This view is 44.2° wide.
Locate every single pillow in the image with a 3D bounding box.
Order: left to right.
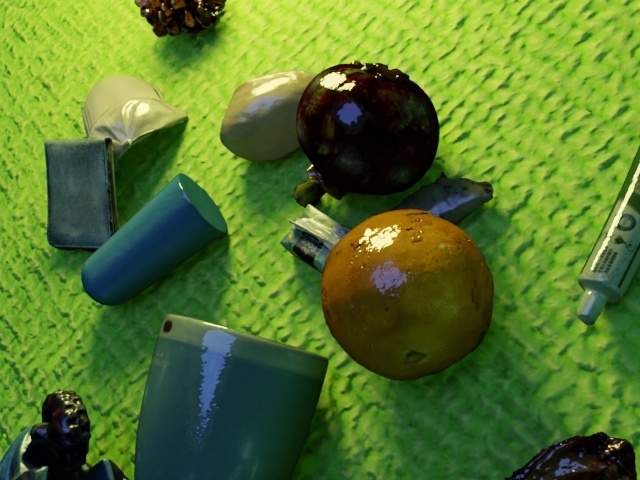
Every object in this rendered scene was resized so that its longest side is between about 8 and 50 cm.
[{"bbox_3d":[0.154,-0.038,1.238,0.241,0.051,0.093,-33,61,10],"label":"pillow"}]

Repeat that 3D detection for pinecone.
[{"bbox_3d":[-0.287,-0.509,1.639,0.195,0.150,0.179,20,70,30],"label":"pinecone"}]

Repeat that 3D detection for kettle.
[{"bbox_3d":[-0.168,0.300,1.149,0.319,0.247,0.342,-1,71,60],"label":"kettle"}]

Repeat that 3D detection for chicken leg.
[{"bbox_3d":[0.273,0.372,0.962,0.322,0.083,0.177,-41,69,0],"label":"chicken leg"}]

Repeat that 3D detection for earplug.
[{"bbox_3d":[-0.310,0.015,1.405,0.273,0.132,0.132,-38,55,9],"label":"earplug"}]

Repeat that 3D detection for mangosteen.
[{"bbox_3d":[0.057,-0.148,1.268,0.231,0.231,0.289,60,135,34],"label":"mangosteen"}]

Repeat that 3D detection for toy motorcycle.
[{"bbox_3d":[-0.400,0.444,1.211,0.232,0.172,0.416,-25,70,46],"label":"toy motorcycle"}]

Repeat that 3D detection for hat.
[{"bbox_3d":[-0.407,-0.254,1.580,0.219,0.164,0.226,-39,76,3],"label":"hat"}]

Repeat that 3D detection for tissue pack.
[{"bbox_3d":[-0.001,-0.001,1.280,0.111,0.079,0.085,32,82,35],"label":"tissue pack"}]

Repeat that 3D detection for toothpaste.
[{"bbox_3d":[0.448,-0.055,1.097,0.098,0.061,0.392,22,74,34],"label":"toothpaste"}]

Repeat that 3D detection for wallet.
[{"bbox_3d":[-0.463,-0.087,1.524,0.167,0.036,0.222,1,96,27],"label":"wallet"}]

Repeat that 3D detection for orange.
[{"bbox_3d":[0.119,0.073,1.091,0.240,0.240,0.240,-11,61,21],"label":"orange"}]

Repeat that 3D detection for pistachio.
[{"bbox_3d":[-0.080,-0.228,1.412,0.223,0.126,0.152,-29,90,6],"label":"pistachio"}]
